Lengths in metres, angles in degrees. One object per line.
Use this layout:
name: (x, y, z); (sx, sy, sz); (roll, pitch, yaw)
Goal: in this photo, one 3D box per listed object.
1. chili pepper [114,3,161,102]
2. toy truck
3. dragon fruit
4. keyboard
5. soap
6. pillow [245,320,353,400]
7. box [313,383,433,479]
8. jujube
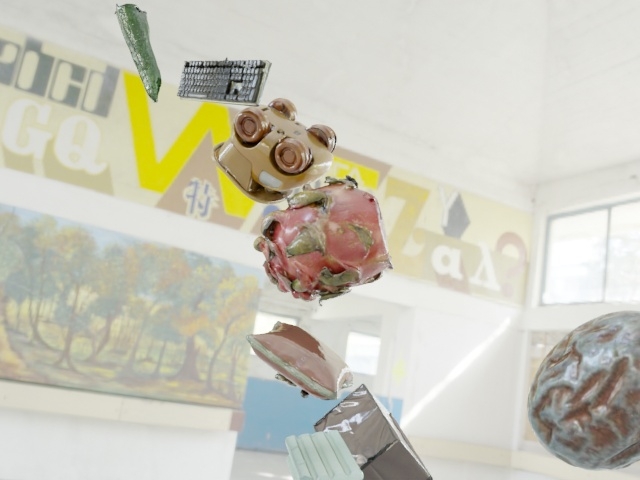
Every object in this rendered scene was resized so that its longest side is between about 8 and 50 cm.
chili pepper: (-0.388, -0.402, 1.381); (0.059, 0.227, 0.088); (-21, -12, 15)
toy truck: (-0.116, -0.227, 1.591); (0.288, 0.212, 0.204); (38, 34, 9)
dragon fruit: (0.000, 0.000, 1.376); (0.290, 0.269, 0.250); (-12, 0, 12)
keyboard: (-0.219, -0.350, 1.379); (0.027, 0.106, 0.317); (15, 1, -43)
soap: (0.004, 0.446, 1.251); (0.118, 0.067, 0.198); (-5, 7, -11)
pillow: (-0.031, 0.199, 1.028); (0.171, 0.075, 0.179); (34, 5, 12)
box: (0.115, 0.500, 1.521); (0.153, 0.188, 0.252); (49, 3, -25)
jujube: (0.523, 0.268, 1.150); (0.215, 0.308, 0.246); (18, 21, -23)
